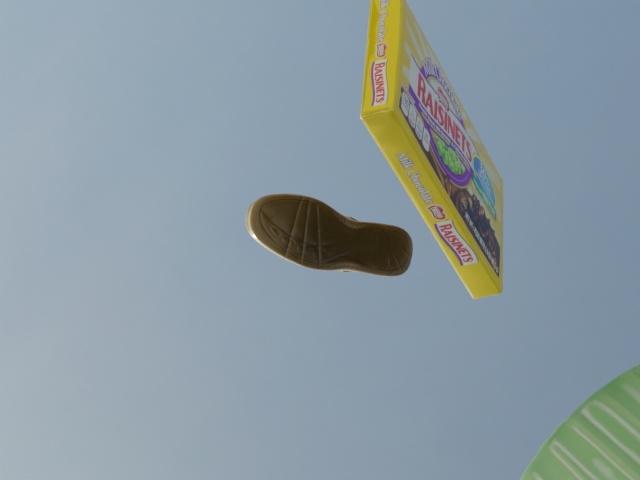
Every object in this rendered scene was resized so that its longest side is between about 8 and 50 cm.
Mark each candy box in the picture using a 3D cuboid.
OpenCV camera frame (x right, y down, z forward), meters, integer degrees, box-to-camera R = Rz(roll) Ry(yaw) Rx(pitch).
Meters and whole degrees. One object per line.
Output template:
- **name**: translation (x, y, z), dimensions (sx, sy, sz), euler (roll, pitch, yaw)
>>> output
- **candy box**: translation (0.078, -0.060, 1.071), dimensions (0.027, 0.206, 0.105), euler (-13, -130, 20)

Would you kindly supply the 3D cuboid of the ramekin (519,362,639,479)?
- **ramekin**: translation (0.239, 0.199, 0.871), dimensions (0.303, 0.303, 0.148), euler (-50, -154, 2)

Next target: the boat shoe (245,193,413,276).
- **boat shoe**: translation (0.000, 0.000, 1.129), dimensions (0.045, 0.135, 0.050), euler (-3, -108, 56)
